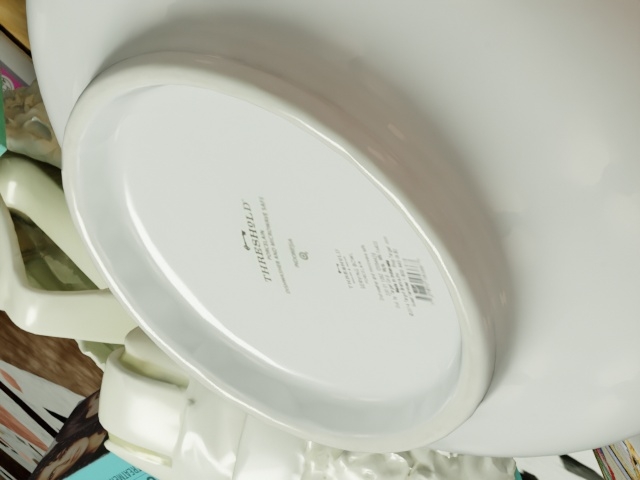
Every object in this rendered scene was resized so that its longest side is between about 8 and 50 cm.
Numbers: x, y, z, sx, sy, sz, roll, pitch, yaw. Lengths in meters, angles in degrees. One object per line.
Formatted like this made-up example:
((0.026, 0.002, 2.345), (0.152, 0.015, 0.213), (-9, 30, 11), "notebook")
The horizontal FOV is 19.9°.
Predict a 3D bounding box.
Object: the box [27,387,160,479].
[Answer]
((-0.071, 0.101, 1.058), (0.060, 0.100, 0.244), (45, 131, -15), "box")

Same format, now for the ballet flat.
((-0.078, 0.047, 0.897), (0.409, 0.147, 0.147), (40, 167, 40), "ballet flat")

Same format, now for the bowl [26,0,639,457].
((0.017, -0.032, 0.548), (0.297, 0.134, 0.298), (25, 143, 20), "bowl")

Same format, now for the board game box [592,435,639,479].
((0.162, 0.113, 0.800), (0.147, 0.045, 0.193), (60, 179, 39), "board game box")

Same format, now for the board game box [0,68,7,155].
((-0.250, -0.130, 0.893), (0.210, 0.047, 0.160), (35, -156, -35), "board game box")

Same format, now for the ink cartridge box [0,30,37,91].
((-0.126, 0.002, 1.163), (0.371, 0.069, 0.175), (40, 162, -14), "ink cartridge box")
